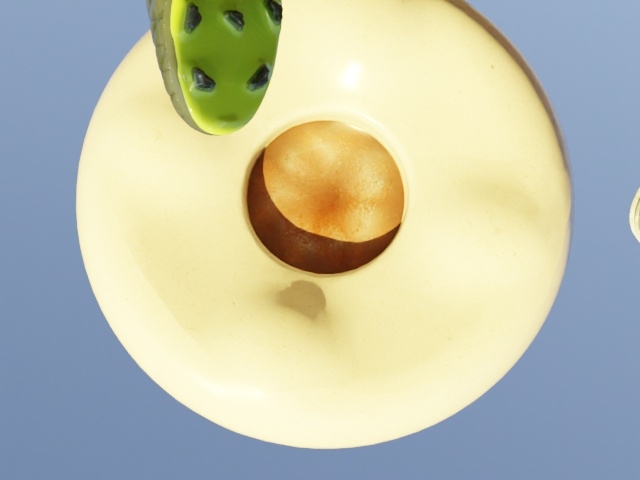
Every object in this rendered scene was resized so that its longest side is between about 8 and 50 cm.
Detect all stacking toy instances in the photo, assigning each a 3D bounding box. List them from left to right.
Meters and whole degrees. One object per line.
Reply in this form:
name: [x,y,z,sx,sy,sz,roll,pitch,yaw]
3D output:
stacking toy: [0.000,0.000,1.124,0.350,0.480,0.351,0,-99,-1]

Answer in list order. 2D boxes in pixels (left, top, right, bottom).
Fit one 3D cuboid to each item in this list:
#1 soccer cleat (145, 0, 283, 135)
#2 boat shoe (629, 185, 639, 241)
soccer cleat: [-0.059,-0.133,0.598,0.060,0.072,0.179,-5,-95,-32]
boat shoe: [0.294,-0.089,0.660,0.118,0.320,0.103,50,-173,-8]
